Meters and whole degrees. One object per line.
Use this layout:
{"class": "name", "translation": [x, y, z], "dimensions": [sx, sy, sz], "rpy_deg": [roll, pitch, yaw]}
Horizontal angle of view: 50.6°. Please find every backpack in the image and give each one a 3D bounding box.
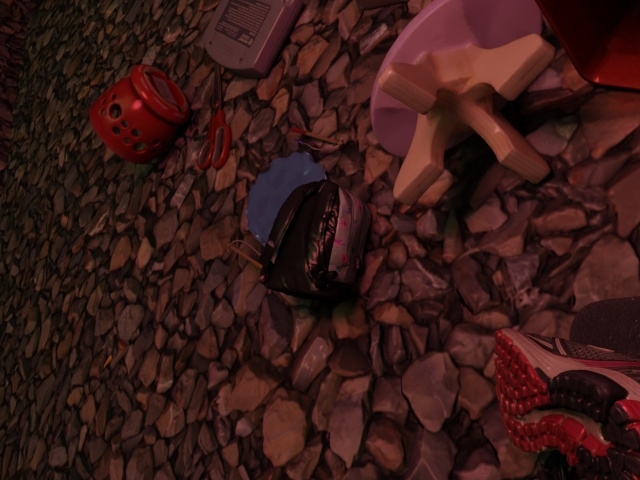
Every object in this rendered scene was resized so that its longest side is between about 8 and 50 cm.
{"class": "backpack", "translation": [0.000, 0.000, 1.041], "dimensions": [0.152, 0.115, 0.182], "rpy_deg": [5, 75, 37]}

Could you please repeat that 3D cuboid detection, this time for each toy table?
{"class": "toy table", "translation": [0.174, -0.180, 0.847], "dimensions": [0.161, 0.252, 0.274], "rpy_deg": [-93, 25, -49]}

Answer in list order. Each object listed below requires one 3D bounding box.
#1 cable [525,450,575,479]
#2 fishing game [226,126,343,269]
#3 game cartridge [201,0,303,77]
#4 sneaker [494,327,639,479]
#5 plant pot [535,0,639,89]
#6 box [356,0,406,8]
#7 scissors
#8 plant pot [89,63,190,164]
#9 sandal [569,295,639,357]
{"class": "cable", "translation": [0.274, 0.241, 0.636], "dimensions": [0.150, 0.047, 0.184], "rpy_deg": [-41, 15, 11]}
{"class": "fishing game", "translation": [-0.055, -0.070, 1.196], "dimensions": [0.189, 0.041, 0.264], "rpy_deg": [23, 85, 43]}
{"class": "game cartridge", "translation": [-0.160, -0.464, 1.486], "dimensions": [0.196, 0.060, 0.294], "rpy_deg": [-57, 40, 7]}
{"class": "sneaker", "translation": [0.255, 0.155, 0.650], "dimensions": [0.299, 0.112, 0.121], "rpy_deg": [-156, 59, -78]}
{"class": "plant pot", "translation": [0.383, -0.315, 0.663], "dimensions": [0.267, 0.267, 0.236], "rpy_deg": [26, 81, 50]}
{"class": "box", "translation": [0.126, -0.552, 1.170], "dimensions": [0.113, 0.094, 0.275], "rpy_deg": [13, 83, 51]}
{"class": "scissors", "translation": [-0.221, -0.288, 1.501], "dimensions": [0.109, 0.021, 0.297], "rpy_deg": [-16, 61, 47]}
{"class": "plant pot", "translation": [-0.415, -0.302, 1.598], "dimensions": [0.174, 0.191, 0.191], "rpy_deg": [-36, 48, 20]}
{"class": "sandal", "translation": [0.364, 0.089, 0.648], "dimensions": [0.254, 0.054, 0.097], "rpy_deg": [-6, 61, 57]}
